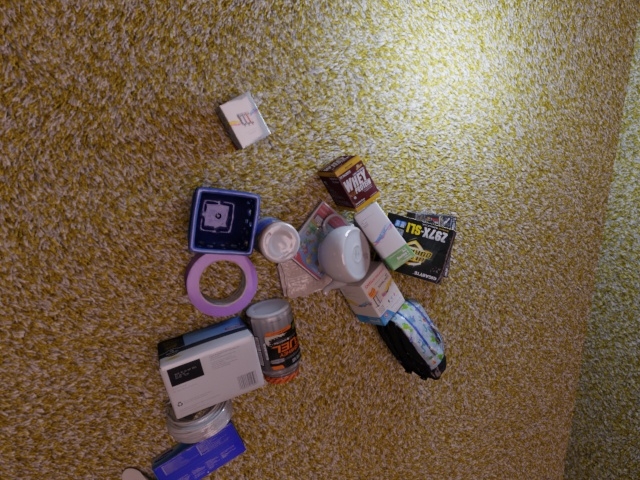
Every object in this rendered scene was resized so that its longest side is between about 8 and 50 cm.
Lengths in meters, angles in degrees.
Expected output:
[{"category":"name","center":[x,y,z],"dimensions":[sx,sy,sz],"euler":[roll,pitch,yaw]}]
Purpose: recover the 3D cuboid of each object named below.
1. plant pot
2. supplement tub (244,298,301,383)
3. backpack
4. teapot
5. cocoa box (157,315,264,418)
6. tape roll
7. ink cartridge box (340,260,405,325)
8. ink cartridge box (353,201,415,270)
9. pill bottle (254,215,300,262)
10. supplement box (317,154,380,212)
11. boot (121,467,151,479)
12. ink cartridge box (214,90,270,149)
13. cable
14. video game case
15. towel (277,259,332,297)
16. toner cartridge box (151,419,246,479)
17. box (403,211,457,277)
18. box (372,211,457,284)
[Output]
[{"category":"plant pot","center":[-0.374,-0.079,1.645],"dimensions":[0.236,0.212,0.235],"euler":[6,97,-24]},{"category":"supplement tub","center":[-0.190,0.418,1.826],"dimensions":[0.194,0.194,0.315],"euler":[-16,106,-19]},{"category":"backpack","center":[0.414,0.442,2.058],"dimensions":[0.356,0.290,0.273],"euler":[41,74,-17]},{"category":"teapot","center":[0.074,0.055,1.807],"dimensions":[0.256,0.187,0.252],"euler":[-55,129,-41]},{"category":"cocoa box","center":[-0.431,0.481,1.716],"dimensions":[0.348,0.228,0.231],"euler":[-17,106,-19]},{"category":"tape roll","center":[-0.395,0.159,1.749],"dimensions":[0.275,0.090,0.274],"euler":[-5,102,-21]},{"category":"ink cartridge box","center":[0.225,0.230,1.957],"dimensions":[0.171,0.168,0.232],"euler":[-44,114,-29]},{"category":"ink cartridge box","center":[0.265,-0.014,1.869],"dimensions":[0.117,0.201,0.278],"euler":[-35,85,2]},{"category":"pill bottle","center":[-0.194,-0.012,1.699],"dimensions":[0.153,0.272,0.152],"euler":[-4,101,-23]},{"category":"supplement box","center":[0.115,-0.239,1.831],"dimensions":[0.129,0.191,0.194],"euler":[-37,111,-13]},{"category":"boot","center":[-0.721,0.997,1.780],"dimensions":[0.190,0.086,0.069],"euler":[33,50,3]},{"category":"ink cartridge box","center":[-0.296,-0.449,1.654],"dimensions":[0.127,0.128,0.176],"euler":[-32,109,-14]},{"category":"cable","center":[-0.471,0.677,1.721],"dimensions":[0.257,0.257,0.089],"euler":[-24,113,-19]},{"category":"video game case","center":[0.000,0.000,1.883],"dimensions":[0.204,0.025,0.285],"euler":[41,75,-16]},{"category":"towel","center":[-0.046,0.135,1.913],"dimensions":[0.283,0.049,0.187],"euler":[-17,106,-19]},{"category":"toner cartridge box","center":[-0.507,0.902,1.848],"dimensions":[0.348,0.075,0.165],"euler":[-26,108,-17]},{"category":"box","center":[0.518,0.024,2.112],"dimensions":[0.243,0.076,0.307],"euler":[3,98,-23]},{"category":"box","center":[0.420,0.034,1.987],"dimensions":[0.322,0.079,0.256],"euler":[17,92,9]}]
